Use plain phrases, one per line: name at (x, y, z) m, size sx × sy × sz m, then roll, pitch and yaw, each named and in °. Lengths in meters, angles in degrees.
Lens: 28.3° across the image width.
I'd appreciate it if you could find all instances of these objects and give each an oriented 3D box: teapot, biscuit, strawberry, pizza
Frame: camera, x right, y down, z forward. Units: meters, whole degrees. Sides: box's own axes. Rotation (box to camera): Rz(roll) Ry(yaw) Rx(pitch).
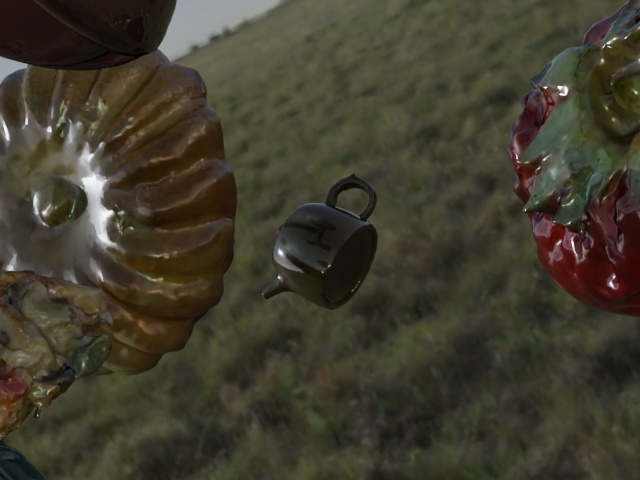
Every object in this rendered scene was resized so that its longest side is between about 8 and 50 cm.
teapot at (0.000, 0.000, 0.975) m, size 0.121 × 0.068 × 0.076 m, roll -58°, pitch -25°, yaw -10°
biscuit at (-0.223, -0.032, 1.180) m, size 0.325 × 0.326 × 0.107 m, roll -19°, pitch -7°, yaw 34°
strawberry at (0.353, -0.064, 1.016) m, size 0.345 × 0.295 × 0.317 m, roll 12°, pitch -49°, yaw -35°
pizza at (-0.198, 0.078, 0.621) m, size 0.185 × 0.052 × 0.195 m, roll -3°, pitch 40°, yaw 1°

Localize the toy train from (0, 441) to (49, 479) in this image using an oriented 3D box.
toy train at (-0.270, 0.124, 0.826) m, size 0.409 × 0.086 × 0.089 m, roll 36°, pitch 86°, yaw 33°

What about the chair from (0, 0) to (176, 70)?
chair at (-0.146, -0.270, 0.774) m, size 0.226 × 0.226 × 0.401 m, roll -16°, pitch 45°, yaw 47°
